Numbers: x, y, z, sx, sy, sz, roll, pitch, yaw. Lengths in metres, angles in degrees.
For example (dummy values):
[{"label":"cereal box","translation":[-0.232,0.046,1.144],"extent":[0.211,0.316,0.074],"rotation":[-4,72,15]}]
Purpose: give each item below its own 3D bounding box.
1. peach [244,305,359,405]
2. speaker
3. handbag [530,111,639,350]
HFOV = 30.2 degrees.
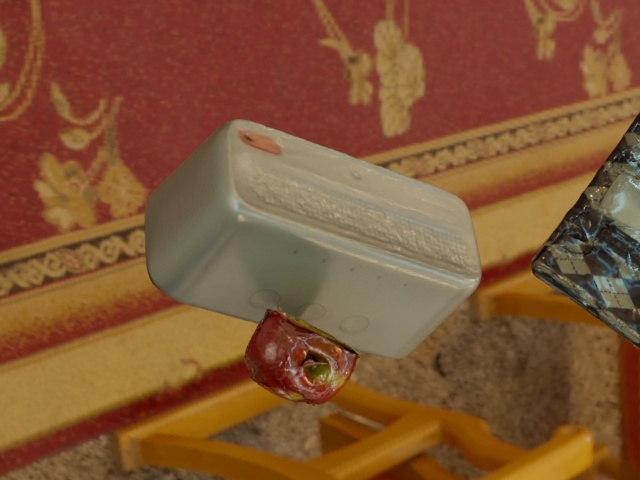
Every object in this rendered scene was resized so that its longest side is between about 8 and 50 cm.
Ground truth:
[{"label":"peach","translation":[-0.029,0.139,1.386],"extent":[0.127,0.172,0.092],"rotation":[27,85,-9]},{"label":"speaker","translation":[0.000,0.000,1.495],"extent":[0.406,0.184,0.183],"rotation":[17,49,-30]},{"label":"handbag","translation":[0.458,-0.061,1.337],"extent":[0.416,0.317,0.180],"rotation":[-56,174,8]}]
